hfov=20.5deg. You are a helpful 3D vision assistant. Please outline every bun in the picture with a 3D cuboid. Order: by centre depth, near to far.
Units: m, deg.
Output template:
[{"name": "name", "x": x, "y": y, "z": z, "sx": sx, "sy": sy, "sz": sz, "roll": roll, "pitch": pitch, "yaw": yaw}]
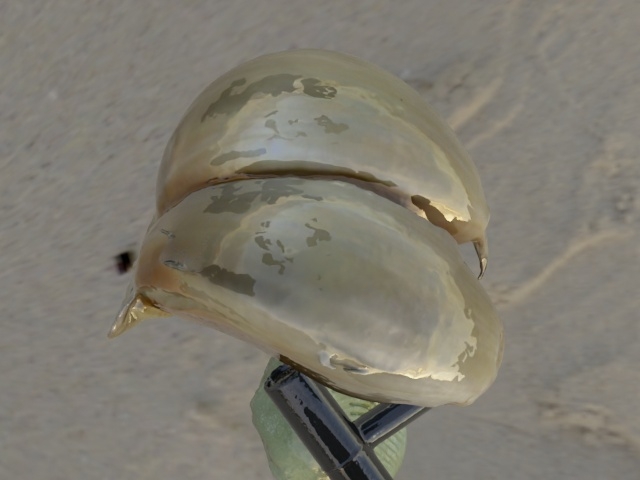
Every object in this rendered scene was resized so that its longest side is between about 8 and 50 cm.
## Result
[{"name": "bun", "x": 0.000, "y": 0.181, "z": 1.799, "sx": 0.195, "sy": 0.118, "sz": 0.195, "roll": 33, "pitch": 51, "yaw": -52}]

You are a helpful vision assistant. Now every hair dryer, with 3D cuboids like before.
[{"name": "hair dryer", "x": 0.064, "y": 0.131, "z": 1.556, "sx": 0.195, "sy": 0.050, "sz": 0.173, "roll": -45, "pitch": 111, "yaw": -23}]

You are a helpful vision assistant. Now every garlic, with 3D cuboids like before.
[{"name": "garlic", "x": 0.000, "y": 0.000, "z": 1.414, "sx": 0.313, "sy": 0.249, "sz": 0.286, "roll": 10, "pitch": 38, "yaw": 15}]
